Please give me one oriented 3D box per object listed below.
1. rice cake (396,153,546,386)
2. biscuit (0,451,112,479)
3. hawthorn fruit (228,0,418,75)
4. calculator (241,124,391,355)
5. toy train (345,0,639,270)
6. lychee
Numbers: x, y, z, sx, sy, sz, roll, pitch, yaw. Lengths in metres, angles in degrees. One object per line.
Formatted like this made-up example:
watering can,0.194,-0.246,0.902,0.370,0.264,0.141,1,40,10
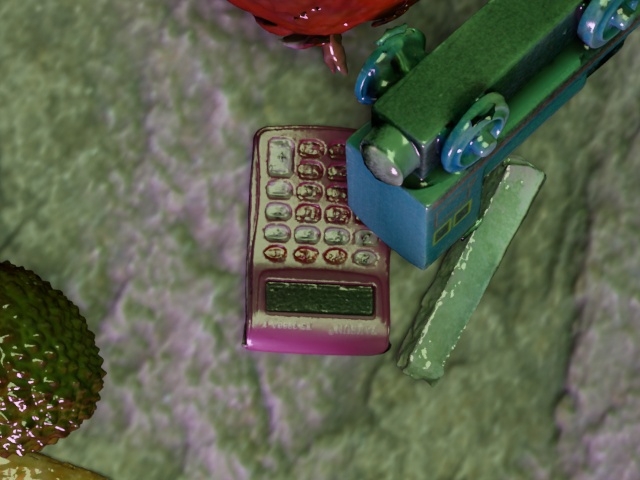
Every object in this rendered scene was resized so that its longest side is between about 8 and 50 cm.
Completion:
rice cake,0.125,0.023,1.427,0.043,0.034,0.210,29,86,-19
biscuit,-0.223,0.238,1.369,0.247,0.029,0.118,22,87,-11
hawthorn fruit,0.001,-0.266,1.292,0.276,0.276,0.307,-13,115,-10
calculator,0.000,0.000,1.403,0.127,0.034,0.190,3,86,-11
toy train,0.142,-0.127,1.344,0.120,0.194,0.298,40,69,22
lychee,-0.247,0.096,1.297,0.171,0.171,0.171,0,92,-11
